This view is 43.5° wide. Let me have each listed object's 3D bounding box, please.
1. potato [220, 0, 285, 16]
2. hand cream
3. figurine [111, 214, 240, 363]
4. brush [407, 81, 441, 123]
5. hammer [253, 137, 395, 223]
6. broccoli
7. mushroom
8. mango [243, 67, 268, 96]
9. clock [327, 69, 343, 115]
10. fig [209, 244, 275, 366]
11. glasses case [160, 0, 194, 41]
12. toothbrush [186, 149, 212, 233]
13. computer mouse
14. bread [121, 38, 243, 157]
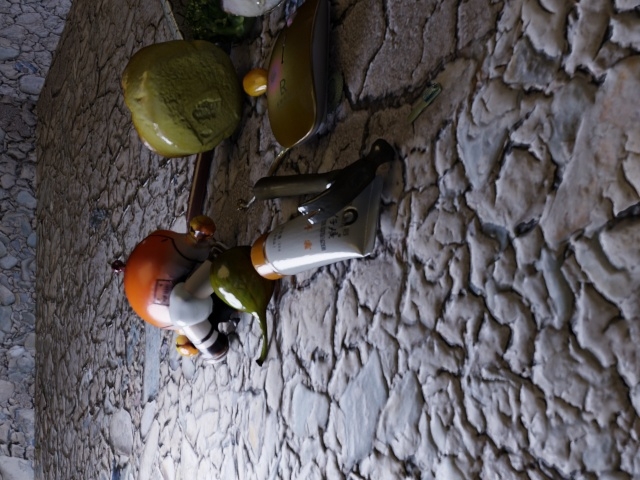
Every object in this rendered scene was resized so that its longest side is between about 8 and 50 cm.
[{"bbox_3d":[-0.080,-0.601,1.656,0.189,0.211,0.264,78,-147,-47],"label":"potato"},{"bbox_3d":[0.000,0.000,1.354,0.314,0.089,0.140,-24,51,47],"label":"hand cream"},{"bbox_3d":[-0.307,0.096,1.735,0.323,0.196,0.320,22,107,49],"label":"figurine"},{"bbox_3d":[0.154,-0.207,1.212,0.083,0.013,0.016,-48,45,46],"label":"brush"},{"bbox_3d":[-0.028,-0.099,1.423,0.168,0.044,0.440,-44,17,-15],"label":"hammer"},{"bbox_3d":[-0.224,-0.527,1.822,0.156,0.195,0.195,17,98,25],"label":"broccoli"},{"bbox_3d":[-0.103,-0.135,1.630,0.286,0.028,0.026,-43,5,46],"label":"mushroom"},{"bbox_3d":[-0.130,-0.337,1.709,0.089,0.046,0.060,9,92,48],"label":"mango"},{"bbox_3d":[0.020,-0.269,1.461,0.074,0.010,0.083,32,109,59],"label":"clock"},{"bbox_3d":[-0.134,0.125,1.538,0.124,0.124,0.236,-23,82,56],"label":"fig"},{"bbox_3d":[-0.328,-0.528,1.958,0.137,0.085,0.355,106,143,-76],"label":"glasses case"},{"bbox_3d":[-0.301,-0.102,1.940,0.041,0.040,0.364,15,95,60],"label":"toothbrush"},{"bbox_3d":[-0.041,-0.326,1.507,0.158,0.071,0.310,-27,55,52],"label":"computer mouse"},{"bbox_3d":[-0.303,-0.317,1.780,0.148,0.269,0.270,9,90,56],"label":"bread"}]
